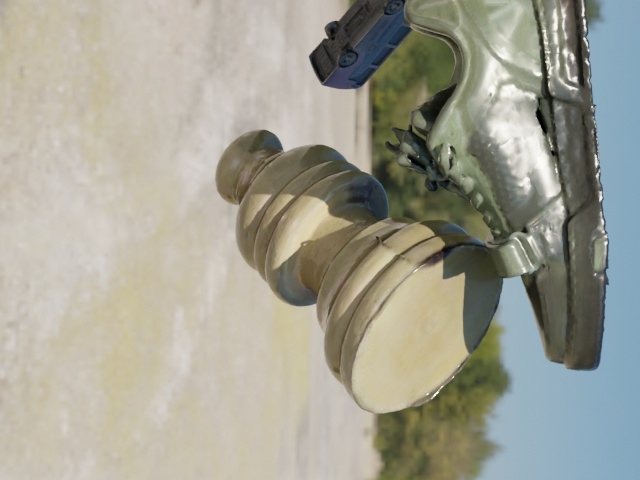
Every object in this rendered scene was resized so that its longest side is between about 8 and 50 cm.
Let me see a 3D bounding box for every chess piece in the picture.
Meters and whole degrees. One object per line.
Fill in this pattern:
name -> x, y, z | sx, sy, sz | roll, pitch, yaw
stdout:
chess piece -> 0.000, 0.000, 1.093 | 0.307, 0.124, 0.139 | 40, -58, 47

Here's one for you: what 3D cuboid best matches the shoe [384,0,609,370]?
shoe -> 0.122, -0.048, 0.957 | 0.109, 0.149, 0.293 | -65, 149, -80

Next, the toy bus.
toy bus -> 0.046, -0.171, 1.057 | 0.131, 0.052, 0.037 | -46, -126, 34
